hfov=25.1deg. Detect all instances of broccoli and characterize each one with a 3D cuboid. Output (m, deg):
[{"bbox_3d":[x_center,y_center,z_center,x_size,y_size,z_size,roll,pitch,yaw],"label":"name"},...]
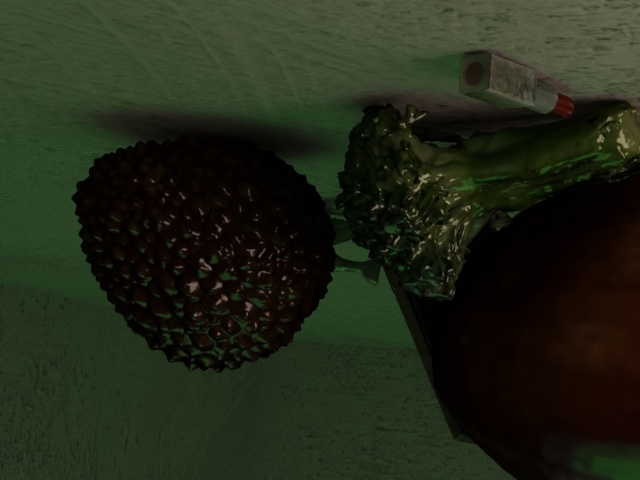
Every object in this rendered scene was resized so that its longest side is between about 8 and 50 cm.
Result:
[{"bbox_3d":[0.159,-0.043,1.273,0.275,0.177,0.198,-10,162,16],"label":"broccoli"}]

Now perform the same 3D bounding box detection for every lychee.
[{"bbox_3d":[-0.128,-0.001,1.475,0.271,0.271,0.271,6,172,1],"label":"lychee"}]

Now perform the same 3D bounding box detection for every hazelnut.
[{"bbox_3d":[0.305,0.098,1.360,0.421,0.352,0.421,6,-151,-3],"label":"hazelnut"}]

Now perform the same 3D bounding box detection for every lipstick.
[{"bbox_3d":[0.159,-0.115,1.120,0.030,0.030,0.129,-2,170,43],"label":"lipstick"}]

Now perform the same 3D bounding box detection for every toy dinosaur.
[{"bbox_3d":[0.000,0.000,1.857,0.205,0.092,0.393,13,180,-7],"label":"toy dinosaur"}]

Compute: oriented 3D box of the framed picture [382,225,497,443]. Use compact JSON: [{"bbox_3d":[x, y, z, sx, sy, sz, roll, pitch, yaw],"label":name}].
[{"bbox_3d":[0.166,0.081,1.570,0.247,0.335,0.022,15,135,-46],"label":"framed picture"}]
